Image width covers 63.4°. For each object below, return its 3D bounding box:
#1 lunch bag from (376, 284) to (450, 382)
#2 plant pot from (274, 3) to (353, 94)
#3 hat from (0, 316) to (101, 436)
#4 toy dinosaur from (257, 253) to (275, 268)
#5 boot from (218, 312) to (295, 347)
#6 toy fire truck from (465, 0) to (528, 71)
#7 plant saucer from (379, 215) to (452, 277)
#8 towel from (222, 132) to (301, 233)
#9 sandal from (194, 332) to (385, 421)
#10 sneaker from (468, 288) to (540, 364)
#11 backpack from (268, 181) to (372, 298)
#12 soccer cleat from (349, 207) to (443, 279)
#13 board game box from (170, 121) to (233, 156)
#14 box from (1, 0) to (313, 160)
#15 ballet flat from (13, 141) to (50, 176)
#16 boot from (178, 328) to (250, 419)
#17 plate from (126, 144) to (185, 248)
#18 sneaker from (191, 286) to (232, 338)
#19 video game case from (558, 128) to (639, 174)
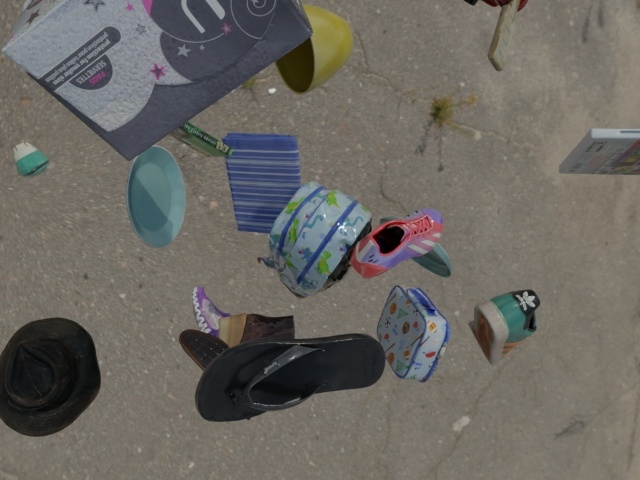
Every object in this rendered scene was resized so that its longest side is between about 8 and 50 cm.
[{"bbox_3d":[0.291,0.285,1.637,0.115,0.303,0.243,14,108,-20],"label":"lunch bag"},{"bbox_3d":[-0.006,-0.308,0.816,0.095,0.134,0.134,-23,107,-24],"label":"plant pot"},{"bbox_3d":[-0.780,0.361,1.420,0.332,0.134,0.331,-1,68,2],"label":"hat"},{"bbox_3d":[-0.175,0.078,1.711,0.082,0.090,0.047,21,61,-15],"label":"toy dinosaur"},{"bbox_3d":[-0.173,0.316,1.404,0.207,0.090,0.248,2,104,-10],"label":"boot"},{"bbox_3d":[0.269,-0.440,0.900,0.217,0.246,0.158,9,133,-35],"label":"toy fire truck"},{"bbox_3d":[0.346,0.014,1.848,0.043,0.318,0.317,-49,117,-9],"label":"plant saucer"},{"bbox_3d":[-0.174,-0.175,1.642,0.040,0.243,0.335,-63,153,-57],"label":"towel"},{"bbox_3d":[-0.034,0.170,0.665,0.255,0.054,0.097,-11,102,-15],"label":"sandal"},{"bbox_3d":[0.392,0.182,1.093,0.121,0.302,0.108,-25,66,1],"label":"sneaker"},{"bbox_3d":[0.000,0.000,1.280,0.273,0.355,0.290,43,84,-12],"label":"backpack"},{"bbox_3d":[0.154,-0.009,0.939,0.248,0.095,0.083,-26,68,-35],"label":"soccer cleat"},{"bbox_3d":[-0.371,-0.293,1.376,0.260,0.136,0.030,28,77,-39],"label":"board game box"},{"bbox_3d":[-0.158,-0.229,0.525,0.247,0.142,0.163,-30,135,13],"label":"box"},{"bbox_3d":[-0.771,-0.213,1.367,0.083,0.247,0.087,-37,110,-21],"label":"ballet flat"},{"bbox_3d":[-0.200,0.271,1.025,0.219,0.106,0.082,36,37,8],"label":"boot"},{"bbox_3d":[-0.303,-0.079,0.946,0.188,0.024,0.188,0,90,-75],"label":"plate"},{"bbox_3d":[-0.308,0.233,1.513,0.105,0.236,0.095,-17,148,-17],"label":"sneaker"},{"bbox_3d":[0.584,-0.168,0.999,0.184,0.201,0.023,3,79,10],"label":"video game case"}]
